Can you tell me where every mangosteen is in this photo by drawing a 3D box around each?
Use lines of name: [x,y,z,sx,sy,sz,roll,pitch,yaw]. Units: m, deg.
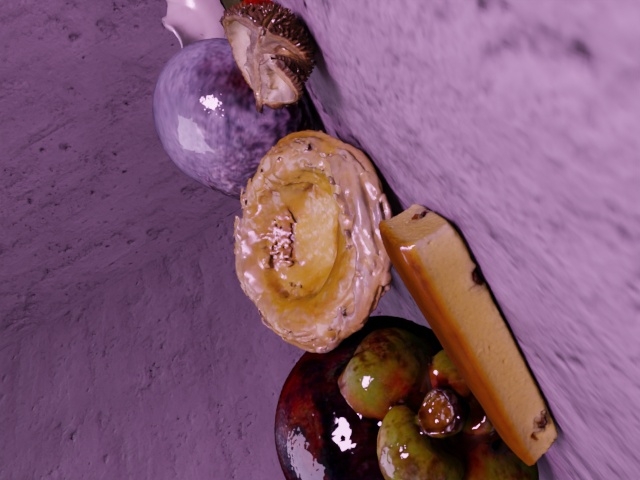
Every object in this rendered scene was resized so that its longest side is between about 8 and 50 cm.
mangosteen: [0.089,0.232,0.613,0.311,0.311,0.311,59,180,0]

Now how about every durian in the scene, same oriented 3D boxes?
durian: [-0.041,-0.177,0.483,0.110,0.071,0.140,53,163,11]

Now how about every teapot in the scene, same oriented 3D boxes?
teapot: [-0.254,-0.457,0.998,0.208,0.166,0.300,46,177,-32]

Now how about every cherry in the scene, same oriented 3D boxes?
cherry: [-0.129,-0.181,0.749,0.255,0.218,0.296,39,167,2]

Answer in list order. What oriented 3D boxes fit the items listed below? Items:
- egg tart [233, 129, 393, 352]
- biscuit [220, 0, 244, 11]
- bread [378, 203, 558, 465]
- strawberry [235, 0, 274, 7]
egg tart: [0.000,0.000,0.610,0.288,0.119,0.288,0,90,54]
biscuit: [-0.113,-0.330,0.668,0.099,0.038,0.322,56,179,1]
bread: [0.126,0.077,0.414,0.226,0.049,0.088,58,180,-16]
strawberry: [-0.064,-0.235,0.542,0.073,0.073,0.083,59,-144,-29]
